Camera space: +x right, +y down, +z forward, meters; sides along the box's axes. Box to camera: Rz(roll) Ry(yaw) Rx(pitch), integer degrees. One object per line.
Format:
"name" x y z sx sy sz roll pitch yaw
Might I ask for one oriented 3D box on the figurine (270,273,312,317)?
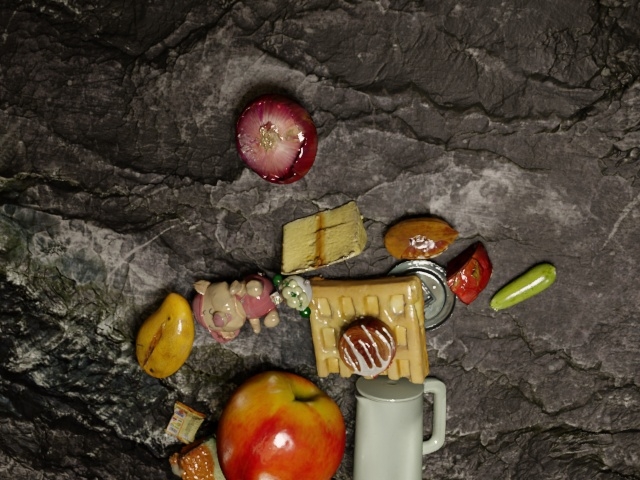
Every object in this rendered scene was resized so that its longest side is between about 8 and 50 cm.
"figurine" -0.079 0.153 1.591 0.093 0.197 0.147 -39 86 -24

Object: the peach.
"peach" -0.120 0.568 1.617 0.388 0.388 0.389 2 102 9

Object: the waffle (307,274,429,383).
"waffle" 0.125 0.247 1.622 0.348 0.077 0.304 -4 104 22

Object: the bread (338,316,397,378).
"bread" 0.129 0.290 1.551 0.160 0.073 0.161 5 106 19

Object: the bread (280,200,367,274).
"bread" 0.000 0.000 1.565 0.240 0.178 0.136 -16 100 14

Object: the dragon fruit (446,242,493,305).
"dragon fruit" 0.410 0.097 1.537 0.127 0.161 0.121 -39 92 25

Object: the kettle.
"kettle" 0.224 0.558 1.638 0.264 0.205 0.318 2 100 11

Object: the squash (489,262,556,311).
"squash" 0.552 0.131 1.563 0.201 0.066 0.066 -36 94 14

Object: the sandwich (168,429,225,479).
"sandwich" -0.355 0.727 1.807 0.212 0.109 0.292 -17 100 10

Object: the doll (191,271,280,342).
"doll" -0.250 0.192 1.660 0.255 0.152 0.196 -15 86 16

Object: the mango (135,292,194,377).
"mango" -0.463 0.292 1.696 0.177 0.120 0.295 43 127 21

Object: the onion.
"onion" -0.113 -0.270 1.536 0.247 0.161 0.248 1 93 15

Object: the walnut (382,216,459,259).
"walnut" 0.273 -0.006 1.556 0.207 0.116 0.116 -9 100 10

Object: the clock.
"clock" 0.277 0.155 1.624 0.214 0.042 0.215 2 103 9

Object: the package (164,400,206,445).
"package" -0.436 0.588 1.834 0.108 0.031 0.121 25 103 3
